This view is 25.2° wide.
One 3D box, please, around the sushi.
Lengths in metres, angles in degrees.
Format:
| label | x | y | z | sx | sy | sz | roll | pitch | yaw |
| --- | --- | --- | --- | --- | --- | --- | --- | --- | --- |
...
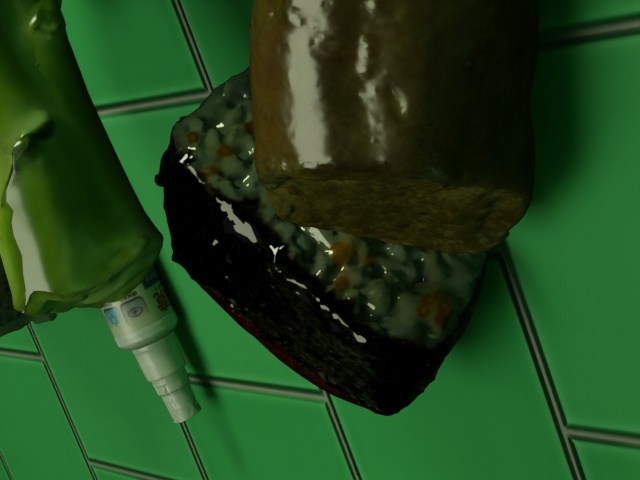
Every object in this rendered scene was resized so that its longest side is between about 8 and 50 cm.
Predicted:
| label | x | y | z | sx | sy | sz | roll | pitch | yaw |
| --- | --- | --- | --- | --- | --- | --- | --- | --- | --- |
| sushi | 0.000 | 0.000 | 0.894 | 0.225 | 0.136 | 0.126 | 48 | 154 | 10 |

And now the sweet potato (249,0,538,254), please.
| label | x | y | z | sx | sy | sz | roll | pitch | yaw |
| --- | --- | --- | --- | --- | --- | --- | --- | --- | --- |
| sweet potato | 0.040 | -0.150 | 0.717 | 0.158 | 0.158 | 0.369 | 25 | 123 | 42 |

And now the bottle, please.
| label | x | y | z | sx | sy | sz | roll | pitch | yaw |
| --- | --- | --- | --- | --- | --- | --- | --- | --- | --- |
| bottle | -0.159 | 0.054 | 1.217 | 0.060 | 0.060 | 0.217 | -11 | 104 | 56 |

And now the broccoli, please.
| label | x | y | z | sx | sy | sz | roll | pitch | yaw |
| --- | --- | --- | --- | --- | --- | --- | --- | --- | --- |
| broccoli | -0.195 | -0.183 | 0.842 | 0.353 | 0.275 | 0.397 | 55 | -161 | -50 |

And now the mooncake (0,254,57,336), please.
| label | x | y | z | sx | sy | sz | roll | pitch | yaw |
| --- | --- | --- | --- | --- | --- | --- | --- | --- | --- |
| mooncake | -0.335 | -0.058 | 1.278 | 0.250 | 0.136 | 0.254 | 49 | 147 | 35 |
